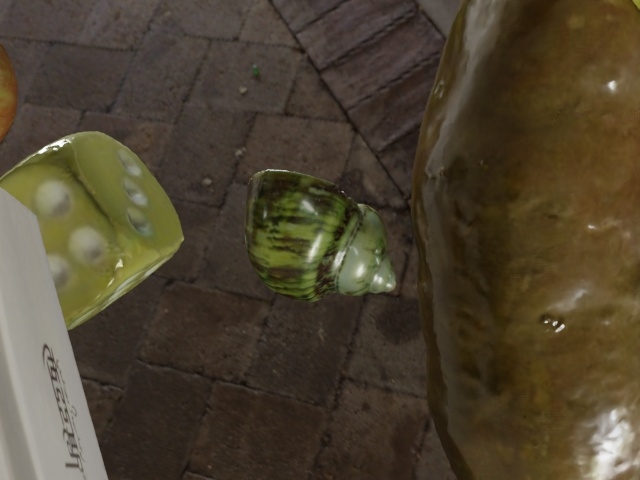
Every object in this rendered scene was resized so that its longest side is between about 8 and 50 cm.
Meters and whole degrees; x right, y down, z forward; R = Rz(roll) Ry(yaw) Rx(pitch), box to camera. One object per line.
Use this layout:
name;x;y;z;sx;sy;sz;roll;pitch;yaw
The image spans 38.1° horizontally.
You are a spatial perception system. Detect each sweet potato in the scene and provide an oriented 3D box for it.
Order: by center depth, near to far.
sweet potato;0.120;0.023;0.488;0.157;0.158;0.370;4;91;19

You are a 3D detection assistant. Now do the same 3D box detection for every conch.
conch;0.001;0.003;1.097;0.181;0.187;0.124;1;65;-5

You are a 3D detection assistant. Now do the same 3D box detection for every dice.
dice;-0.269;-0.009;1.026;0.169;0.169;0.166;-37;90;17

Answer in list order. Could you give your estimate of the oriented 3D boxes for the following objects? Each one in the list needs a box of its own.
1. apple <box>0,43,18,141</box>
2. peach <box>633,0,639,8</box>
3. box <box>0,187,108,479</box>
apple;-0.201;-0.078;0.485;0.084;0.071;0.084;-4;83;37
peach;0.283;-0.390;1.011;0.281;0.314;0.316;18;83;-17
box;-0.227;0.108;0.346;0.274;0.116;0.203;-20;73;-1
